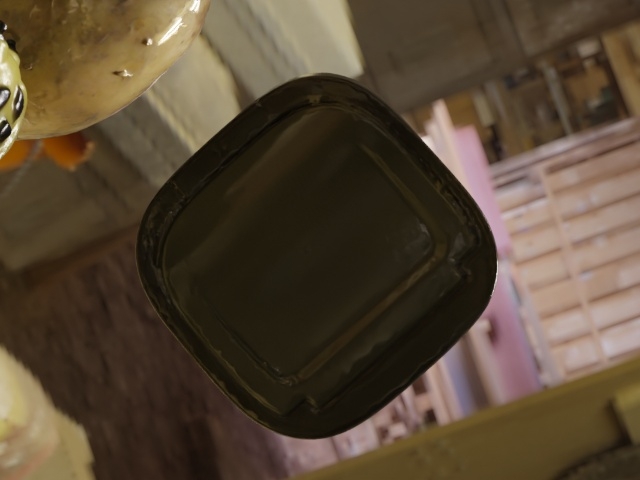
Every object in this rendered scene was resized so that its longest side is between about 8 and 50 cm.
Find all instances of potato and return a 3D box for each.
[{"bbox_3d":[-0.190,-0.145,1.063,0.128,0.235,0.161,66,19,-47],"label":"potato"}]

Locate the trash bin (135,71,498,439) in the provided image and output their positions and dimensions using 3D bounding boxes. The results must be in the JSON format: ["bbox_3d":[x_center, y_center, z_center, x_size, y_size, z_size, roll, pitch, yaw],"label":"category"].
[{"bbox_3d":[0.000,0.000,1.210,0.219,0.220,0.250,50,6,-3],"label":"trash bin"}]

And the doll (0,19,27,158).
[{"bbox_3d":[-0.271,-0.008,0.938,0.086,0.291,0.117,36,-5,9],"label":"doll"}]
